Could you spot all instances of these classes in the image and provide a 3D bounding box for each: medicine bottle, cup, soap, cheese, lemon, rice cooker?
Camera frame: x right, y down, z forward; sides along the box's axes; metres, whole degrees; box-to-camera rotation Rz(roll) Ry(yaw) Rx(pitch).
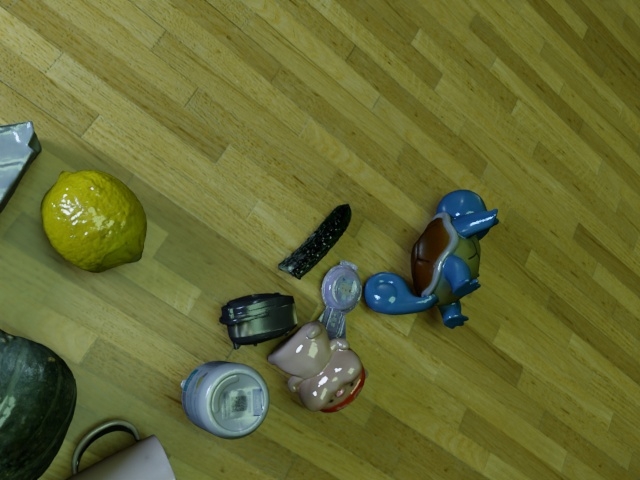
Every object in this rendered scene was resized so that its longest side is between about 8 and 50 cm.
[{"bbox_3d":[-0.194,0.300,1.158,0.135,0.215,0.135,4,80,-27],"label":"medicine bottle"},{"bbox_3d":[-0.371,0.453,1.078,0.200,0.191,0.253,-19,62,-25],"label":"cup"},{"bbox_3d":[-0.586,-0.047,1.049,0.257,0.159,0.302,-16,91,-30],"label":"soap"},{"bbox_3d":[0.044,0.140,1.403,0.105,0.042,0.191,22,75,-21],"label":"cheese"},{"bbox_3d":[-0.420,-0.037,1.119,0.193,0.180,0.180,48,63,-37],"label":"lemon"},{"bbox_3d":[-0.128,0.163,1.272,0.165,0.112,0.106,-18,97,-27],"label":"rice cooker"}]

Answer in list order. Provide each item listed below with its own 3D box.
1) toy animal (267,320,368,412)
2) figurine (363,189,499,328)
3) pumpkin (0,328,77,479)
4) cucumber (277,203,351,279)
[{"bbox_3d":[0.001,0.278,1.300,0.198,0.171,0.171,46,65,-10],"label":"toy animal"},{"bbox_3d":[0.310,0.063,1.472,0.416,0.243,0.298,-45,146,-22],"label":"figurine"},{"bbox_3d":[-0.567,0.271,0.943,0.327,0.291,0.257,17,48,-13],"label":"pumpkin"},{"bbox_3d":[0.001,0.003,1.391,0.245,0.067,0.067,-44,102,-27],"label":"cucumber"}]
